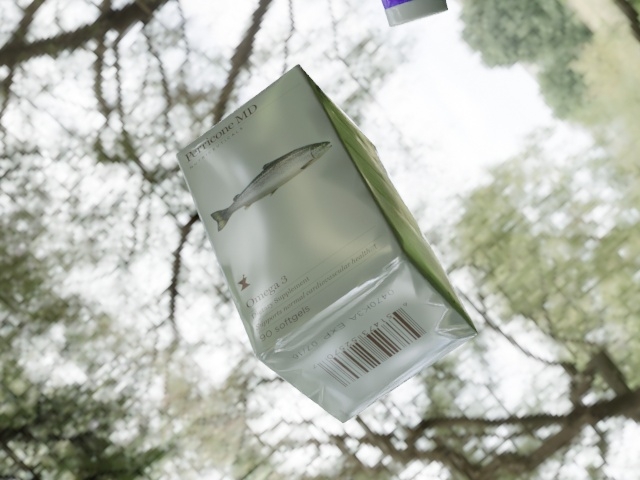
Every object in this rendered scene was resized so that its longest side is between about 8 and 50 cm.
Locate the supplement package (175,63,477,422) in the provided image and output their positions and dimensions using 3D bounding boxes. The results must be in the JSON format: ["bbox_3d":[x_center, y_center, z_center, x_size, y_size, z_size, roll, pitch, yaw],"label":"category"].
[{"bbox_3d":[0.000,0.000,0.774,0.105,0.105,0.179,43,-165,-47],"label":"supplement package"}]

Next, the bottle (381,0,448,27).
[{"bbox_3d":[0.066,-0.368,1.318,0.092,0.118,0.283,-26,-79,-57],"label":"bottle"}]
